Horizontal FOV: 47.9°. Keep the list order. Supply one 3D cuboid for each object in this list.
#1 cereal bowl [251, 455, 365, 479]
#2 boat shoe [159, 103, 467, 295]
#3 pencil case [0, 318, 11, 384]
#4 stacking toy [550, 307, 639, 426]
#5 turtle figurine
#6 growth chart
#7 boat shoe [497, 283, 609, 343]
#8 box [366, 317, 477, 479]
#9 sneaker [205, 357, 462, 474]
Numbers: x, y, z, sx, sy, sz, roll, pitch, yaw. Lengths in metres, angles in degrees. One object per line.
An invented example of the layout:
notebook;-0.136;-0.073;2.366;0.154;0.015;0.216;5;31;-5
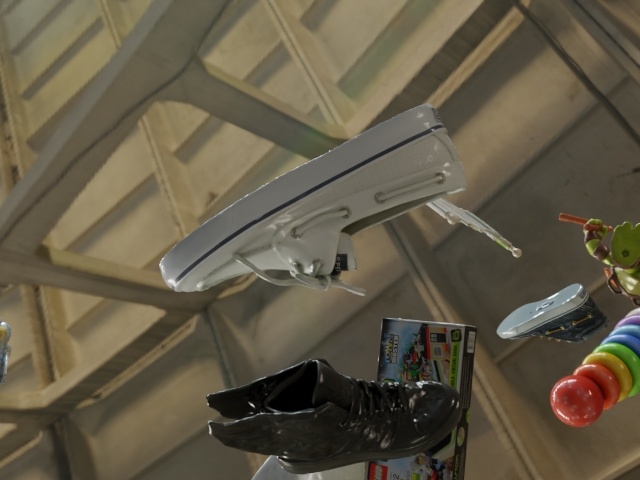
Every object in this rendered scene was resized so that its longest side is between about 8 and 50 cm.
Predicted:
cereal bowl;-0.035;0.438;1.093;0.141;0.339;0.339;32;-79;17
boat shoe;0.002;0.000;0.823;0.367;0.136;0.157;-28;-95;1
pencil case;-0.321;0.195;0.598;0.113;0.124;0.273;1;-89;32
stacking toy;0.544;0.245;1.340;0.141;0.330;0.141;34;-45;42
turtle figurine;0.434;0.037;0.997;0.269;0.217;0.087;42;-87;21
growth chart;0.220;-0.048;1.188;0.172;0.237;0.021;43;-75;41
boat shoe;0.387;0.145;1.208;0.083;0.065;0.183;47;-45;-8
box;0.120;0.201;0.860;0.114;0.036;0.207;1;-99;35
sneaker;0.013;0.117;0.499;0.170;0.089;0.051;-16;-139;1
